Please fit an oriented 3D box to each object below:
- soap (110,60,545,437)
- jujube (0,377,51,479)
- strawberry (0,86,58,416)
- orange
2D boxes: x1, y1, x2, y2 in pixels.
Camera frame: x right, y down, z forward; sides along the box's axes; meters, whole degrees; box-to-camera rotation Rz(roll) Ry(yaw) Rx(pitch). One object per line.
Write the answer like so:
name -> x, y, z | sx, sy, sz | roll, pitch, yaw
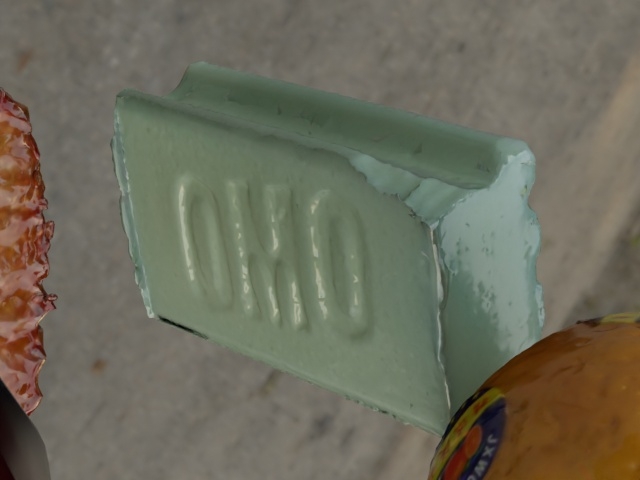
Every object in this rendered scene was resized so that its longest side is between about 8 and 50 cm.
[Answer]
soap -> 0.000, 0.000, 0.762 | 0.063, 0.198, 0.114 | -26, 119, -36
jujube -> -0.140, 0.153, 0.326 | 0.258, 0.258, 0.377 | 80, 5, -54
strawberry -> -0.215, 0.052, 0.848 | 0.286, 0.188, 0.106 | -62, -165, 2
orange -> 0.118, 0.112, 0.643 | 0.177, 0.177, 0.155 | -1, 127, -60
